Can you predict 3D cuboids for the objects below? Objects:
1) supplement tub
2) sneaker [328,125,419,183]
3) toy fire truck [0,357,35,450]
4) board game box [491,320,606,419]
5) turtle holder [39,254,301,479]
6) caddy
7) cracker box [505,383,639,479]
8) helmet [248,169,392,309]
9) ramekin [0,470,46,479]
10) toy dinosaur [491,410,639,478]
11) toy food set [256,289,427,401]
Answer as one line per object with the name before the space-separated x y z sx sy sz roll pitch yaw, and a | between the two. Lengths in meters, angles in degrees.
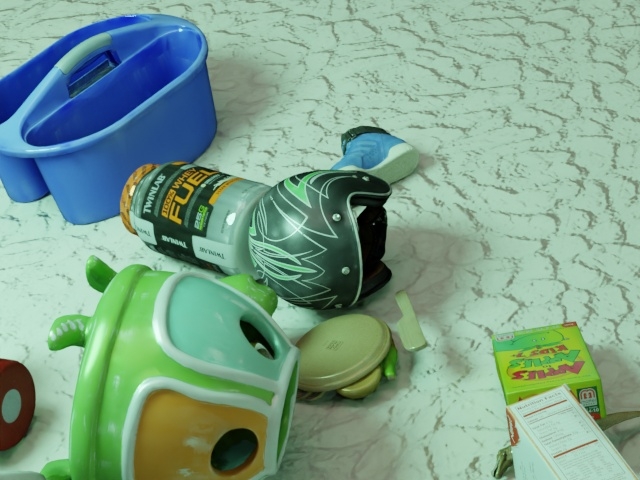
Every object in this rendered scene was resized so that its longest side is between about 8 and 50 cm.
supplement tub | -0.140 -0.028 2.021 0.190 0.117 0.117 16 44 33
sneaker | 0.039 -0.095 2.106 0.152 0.058 0.084 -27 44 -27
toy fire truck | -0.441 0.142 1.760 0.169 0.254 0.302 7 40 24
board game box | 0.227 0.134 1.704 0.092 0.043 0.181 -9 14 3
turtle holder | -0.139 0.150 1.719 0.227 0.243 0.320 8 0 6
caddy | -0.290 -0.179 2.216 0.241 0.179 0.341 18 46 36
cracker box | 0.245 0.258 1.490 0.067 0.156 0.232 -19 36 -10
helmet | 0.000 0.000 1.906 0.169 0.169 0.161 17 29 34
ramekin | -0.375 0.298 1.545 0.273 0.273 0.127 -12 79 1
toy dinosaur | 0.253 0.189 1.655 0.183 0.053 0.092 -18 16 -5
toy food set | 0.022 0.130 1.836 0.192 0.038 0.132 -22 30 5
